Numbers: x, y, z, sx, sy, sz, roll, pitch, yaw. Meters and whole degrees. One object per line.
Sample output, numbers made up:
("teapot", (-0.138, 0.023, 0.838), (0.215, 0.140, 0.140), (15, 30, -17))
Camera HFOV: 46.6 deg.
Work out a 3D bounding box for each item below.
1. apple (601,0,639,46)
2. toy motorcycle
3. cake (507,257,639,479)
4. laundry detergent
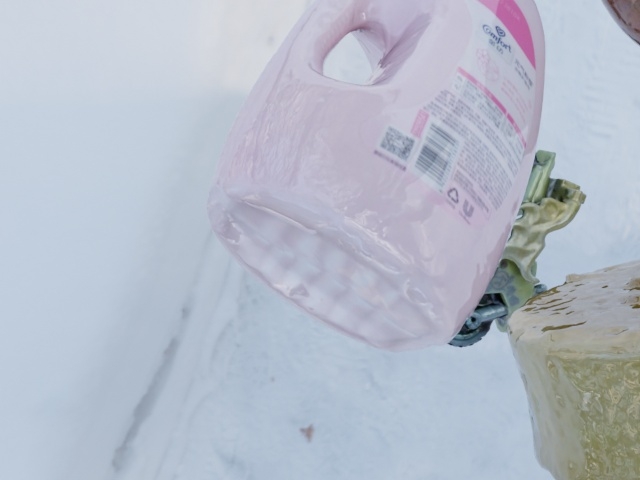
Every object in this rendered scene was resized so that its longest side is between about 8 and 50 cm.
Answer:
("apple", (0.337, -0.252, 0.556), (0.253, 0.253, 0.254), (-2, 84, 21))
("toy motorcycle", (0.349, 0.011, 1.399), (0.168, 0.237, 0.410), (32, 110, 63))
("cake", (0.356, 0.182, 0.660), (0.332, 0.332, 0.321), (-15, 94, 19))
("laundry detergent", (0.064, -0.102, 0.441), (0.159, 0.088, 0.335), (34, 54, -11))
